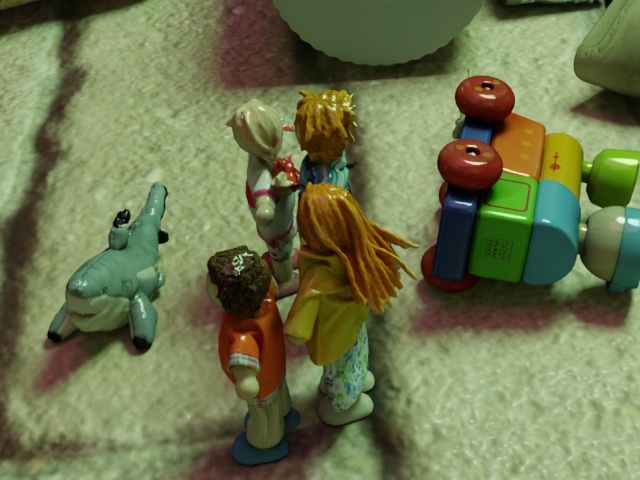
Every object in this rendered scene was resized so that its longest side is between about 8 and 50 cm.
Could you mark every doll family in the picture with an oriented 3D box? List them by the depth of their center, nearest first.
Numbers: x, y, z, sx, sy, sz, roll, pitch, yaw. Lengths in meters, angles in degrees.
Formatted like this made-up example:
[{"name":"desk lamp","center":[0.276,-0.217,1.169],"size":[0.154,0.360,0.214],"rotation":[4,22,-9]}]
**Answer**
[{"name":"doll family","center":[0.000,0.000,0.769],"size":[0.118,0.163,0.263],"rotation":[-4,35,3]}]

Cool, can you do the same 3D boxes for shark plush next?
[{"name":"shark plush","center":[-0.127,0.011,0.858],"size":[0.073,0.067,0.161],"rotation":[11,38,23]}]

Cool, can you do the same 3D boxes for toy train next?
[{"name":"toy train","center":[0.160,-0.057,0.890],"size":[0.143,0.105,0.248],"rotation":[12,37,7]}]

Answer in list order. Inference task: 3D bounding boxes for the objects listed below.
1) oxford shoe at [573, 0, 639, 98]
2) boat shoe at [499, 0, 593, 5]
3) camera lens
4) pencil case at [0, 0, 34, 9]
[{"name":"oxford shoe","center":[0.317,-0.236,1.098],"size":[0.130,0.123,0.348],"rotation":[7,35,27]},{"name":"boat shoe","center":[0.219,-0.382,1.199],"size":[0.103,0.321,0.118],"rotation":[1,-7,-1]},{"name":"camera lens","center":[0.051,-0.310,1.156],"size":[0.219,0.219,0.274],"rotation":[-4,35,4]},{"name":"pencil case","center":[-0.350,-0.287,1.246],"size":[0.386,0.167,0.160],"rotation":[-19,-7,-17]}]
